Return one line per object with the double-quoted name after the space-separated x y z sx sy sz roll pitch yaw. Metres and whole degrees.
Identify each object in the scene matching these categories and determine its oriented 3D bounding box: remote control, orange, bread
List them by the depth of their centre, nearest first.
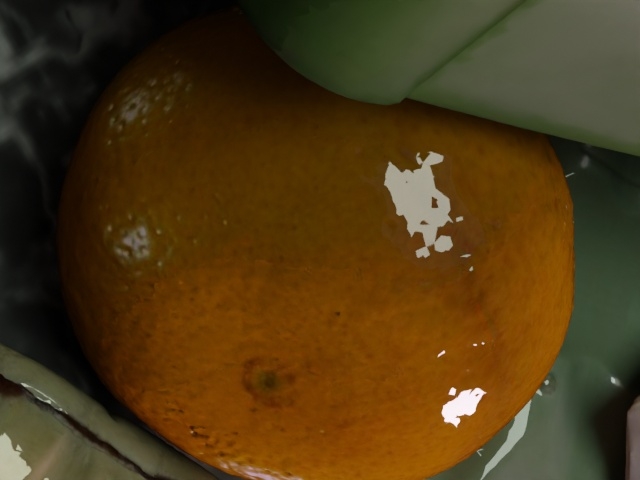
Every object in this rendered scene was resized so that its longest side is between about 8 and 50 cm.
0.000 0.000 0.562 0.156 0.156 0.124 49 37 -21 "orange"
-0.052 0.097 0.571 0.214 0.053 0.073 42 59 -24 "bread"
0.101 -0.043 0.688 0.128 0.065 0.335 25 71 -33 "remote control"

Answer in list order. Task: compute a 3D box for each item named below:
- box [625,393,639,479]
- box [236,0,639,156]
0.222 0.047 0.674 0.233 0.149 0.067 -36 133 -49 "box"
0.119 -0.139 0.523 0.329 0.178 0.252 10 50 -32 "box"
